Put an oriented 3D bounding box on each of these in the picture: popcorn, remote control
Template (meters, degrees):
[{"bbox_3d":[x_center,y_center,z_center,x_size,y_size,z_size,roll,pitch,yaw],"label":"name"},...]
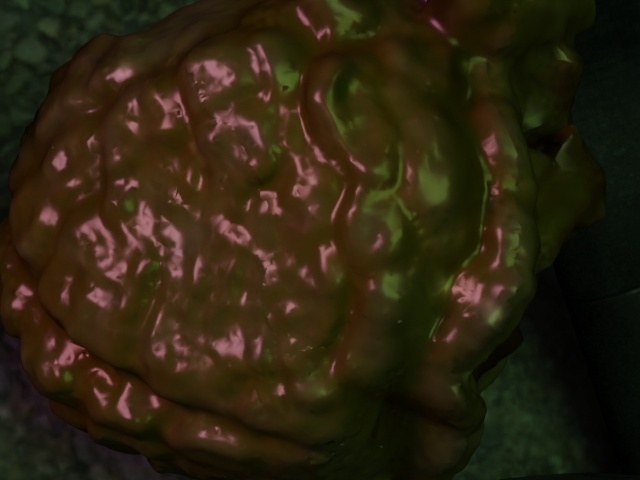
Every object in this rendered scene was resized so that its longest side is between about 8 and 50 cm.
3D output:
[{"bbox_3d":[0.000,0.000,0.817,0.174,0.286,0.225,8,56,-63],"label":"popcorn"},{"bbox_3d":[0.158,-0.010,0.933,0.107,0.044,0.377,-20,115,4],"label":"remote control"}]

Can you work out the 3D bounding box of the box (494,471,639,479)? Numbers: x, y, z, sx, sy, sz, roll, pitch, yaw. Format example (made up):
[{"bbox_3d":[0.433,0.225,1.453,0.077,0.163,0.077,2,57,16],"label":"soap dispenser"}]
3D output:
[{"bbox_3d":[0.072,0.160,0.877,0.250,0.180,0.103,0,85,-26],"label":"box"}]

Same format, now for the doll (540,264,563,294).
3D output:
[{"bbox_3d":[0.139,-0.168,0.972,0.242,0.159,0.311,-31,125,-1],"label":"doll"}]
